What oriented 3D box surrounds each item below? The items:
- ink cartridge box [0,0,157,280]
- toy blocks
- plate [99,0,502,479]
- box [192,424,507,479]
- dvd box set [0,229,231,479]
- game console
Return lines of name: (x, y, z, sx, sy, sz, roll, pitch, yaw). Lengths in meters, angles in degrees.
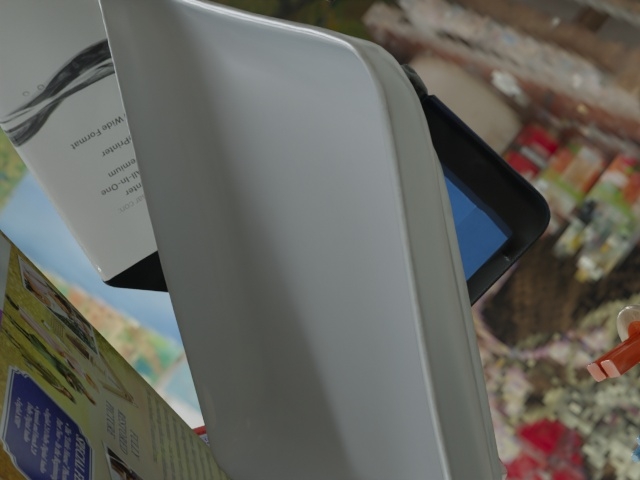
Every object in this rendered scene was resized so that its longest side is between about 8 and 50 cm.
ink cartridge box: (-0.188, -0.156, 1.126, 0.307, 0.129, 0.223, 61, 175, -27)
toy blocks: (0.227, 0.084, 1.079, 0.123, 0.148, 0.054, 22, 137, 45)
plate: (-0.004, 0.022, 0.720, 0.277, 0.045, 0.278, 29, 136, 59)
box: (0.003, 0.242, 1.568, 0.142, 0.300, 0.154, 98, 150, -47)
dvd box set: (-0.120, 0.128, 0.852, 0.420, 0.062, 0.307, 49, -174, -19)
game console: (0.000, 0.000, 1.430, 0.250, 0.293, 0.173, 8, -138, -48)
